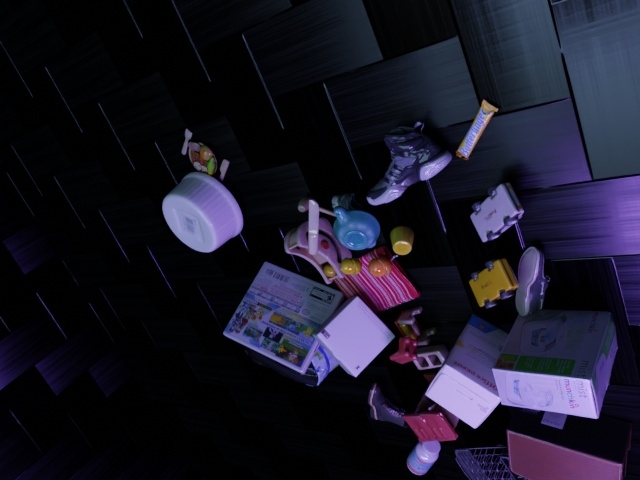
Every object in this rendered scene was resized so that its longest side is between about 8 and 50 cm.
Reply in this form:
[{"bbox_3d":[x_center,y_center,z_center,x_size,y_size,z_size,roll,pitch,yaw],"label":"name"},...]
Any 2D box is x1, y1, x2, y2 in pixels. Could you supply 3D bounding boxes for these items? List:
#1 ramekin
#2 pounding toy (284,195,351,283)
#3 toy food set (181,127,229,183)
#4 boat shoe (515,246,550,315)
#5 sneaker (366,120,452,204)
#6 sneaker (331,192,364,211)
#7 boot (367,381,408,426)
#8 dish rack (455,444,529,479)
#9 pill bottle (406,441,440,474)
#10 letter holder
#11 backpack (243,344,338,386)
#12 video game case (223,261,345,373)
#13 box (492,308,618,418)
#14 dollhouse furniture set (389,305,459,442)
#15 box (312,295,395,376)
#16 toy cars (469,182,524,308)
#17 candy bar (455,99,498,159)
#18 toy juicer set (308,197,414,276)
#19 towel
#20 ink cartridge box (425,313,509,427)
[{"bbox_3d":[-0.421,-0.090,1.996,0.277,0.135,0.277,24,139,23],"label":"ramekin"},{"bbox_3d":[0.000,0.000,1.745,0.155,0.154,0.269,-28,102,46],"label":"pounding toy"},{"bbox_3d":[-0.405,-0.277,1.936,0.192,0.038,0.132,38,136,9],"label":"toy food set"},{"bbox_3d":[0.556,0.103,1.477,0.065,0.075,0.206,-7,120,-9],"label":"boat shoe"},{"bbox_3d":[0.199,-0.205,1.484,0.269,0.101,0.153,-30,100,40],"label":"sneaker"},{"bbox_3d":[0.102,-0.070,1.685,0.076,0.065,0.166,-22,110,37],"label":"sneaker"},{"bbox_3d":[0.250,0.594,2.061,0.137,0.076,0.197,12,141,25],"label":"boot"},{"bbox_3d":[0.589,0.788,1.933,0.272,0.074,0.208,-24,104,45],"label":"dish rack"},{"bbox_3d":[0.379,0.783,2.080,0.087,0.087,0.160,31,135,16],"label":"pill bottle"},{"bbox_3d":[0.716,0.608,1.648,0.302,0.152,0.214,8,127,34],"label":"letter holder"},{"bbox_3d":[-0.095,0.370,2.048,0.356,0.273,0.290,28,136,49],"label":"backpack"},{"bbox_3d":[-0.125,0.253,1.941,0.329,0.299,0.036,20,160,25],"label":"video game case"},{"bbox_3d":[0.594,0.299,1.430,0.231,0.262,0.126,-3,118,40],"label":"box"},{"bbox_3d":[0.311,0.420,1.781,0.152,0.201,0.374,-23,106,45],"label":"dollhouse furniture set"},{"bbox_3d":[0.102,0.302,1.806,0.181,0.182,0.119,47,168,-1],"label":"box"},{"bbox_3d":[0.460,0.016,1.446,0.176,0.087,0.393,-129,27,-56],"label":"toy cars"},{"bbox_3d":[0.371,-0.261,1.364,0.040,0.018,0.161,34,135,13],"label":"candy bar"},{"bbox_3d":[0.088,-0.002,1.652,0.329,0.089,0.209,21,128,-10],"label":"toy juicer set"},{"bbox_3d":[0.167,0.140,1.810,0.199,0.031,0.275,52,137,-5],"label":"towel"},{"bbox_3d":[0.439,0.368,1.620,0.171,0.233,0.168,32,135,16],"label":"ink cartridge box"}]
